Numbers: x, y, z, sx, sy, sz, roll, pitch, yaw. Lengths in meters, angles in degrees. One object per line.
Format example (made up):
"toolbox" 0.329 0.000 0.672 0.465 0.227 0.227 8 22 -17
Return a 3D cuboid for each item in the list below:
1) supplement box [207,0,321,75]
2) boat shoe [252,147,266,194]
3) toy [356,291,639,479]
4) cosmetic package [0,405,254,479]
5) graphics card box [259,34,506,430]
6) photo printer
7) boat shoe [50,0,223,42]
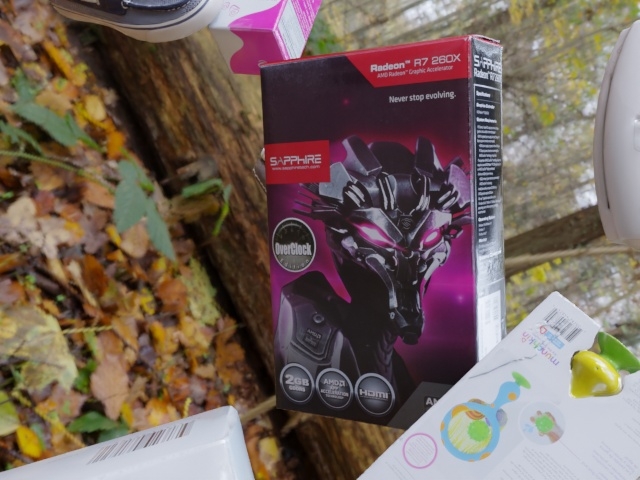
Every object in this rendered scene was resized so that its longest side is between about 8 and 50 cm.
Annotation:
"supplement box" -0.075 -0.376 1.139 0.114 0.111 0.220 65 40 -59
"boat shoe" 0.000 0.000 1.079 0.324 0.096 0.116 48 20 11
"toy" 0.150 0.167 0.556 0.137 0.237 0.056 44 -2 33
"cosmetic package" -0.182 0.266 0.312 0.097 0.377 0.284 148 -74 -84
"graphics card box" 0.061 -0.004 0.730 0.094 0.233 0.370 -13 103 -58
"photo printer" 0.444 -0.101 0.777 0.107 0.308 0.256 154 -59 -84
"boat shoe" -0.315 -0.398 1.079 0.127 0.341 0.158 -68 152 -16
